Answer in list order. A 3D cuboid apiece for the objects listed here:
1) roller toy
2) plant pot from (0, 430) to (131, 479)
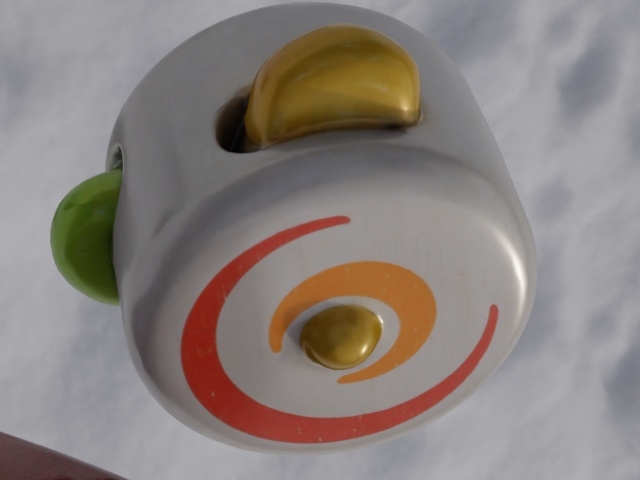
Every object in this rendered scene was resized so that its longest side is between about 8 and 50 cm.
[{"bbox_3d":[0.000,0.000,0.648,0.191,0.146,0.209,30,119,-35],"label":"roller toy"},{"bbox_3d":[-0.118,0.242,0.558,0.235,0.267,0.267,6,106,3],"label":"plant pot"}]
